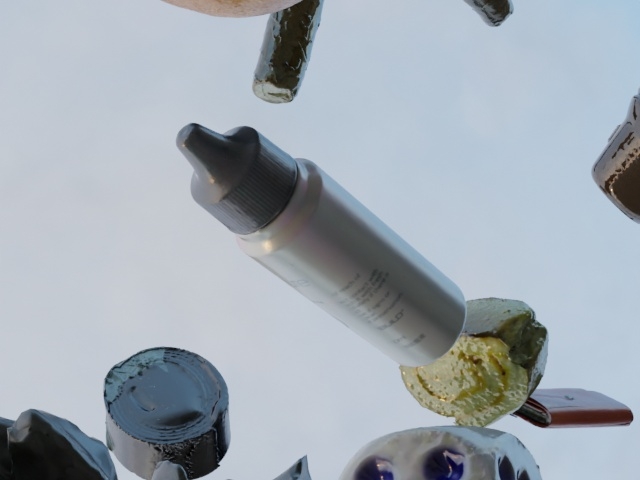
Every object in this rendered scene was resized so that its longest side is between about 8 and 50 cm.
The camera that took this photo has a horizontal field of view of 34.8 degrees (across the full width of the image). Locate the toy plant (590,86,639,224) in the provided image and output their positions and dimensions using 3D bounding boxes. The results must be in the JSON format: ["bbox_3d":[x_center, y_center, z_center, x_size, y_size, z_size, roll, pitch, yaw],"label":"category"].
[{"bbox_3d":[0.318,-0.103,0.849,0.143,0.105,0.200,30,-67,-36],"label":"toy plant"}]

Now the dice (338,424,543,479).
[{"bbox_3d":[0.179,0.409,1.460,0.259,0.251,0.243,43,-140,-48],"label":"dice"}]

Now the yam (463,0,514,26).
[{"bbox_3d":[0.166,-0.356,1.265,0.274,0.061,0.061,35,-108,-50],"label":"yam"}]

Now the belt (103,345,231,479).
[{"bbox_3d":[-0.189,0.207,1.239,0.151,0.198,0.078,-12,-58,-18],"label":"belt"}]

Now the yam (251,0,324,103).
[{"bbox_3d":[-0.031,-0.310,1.336,0.071,0.067,0.317,7,-120,10],"label":"yam"}]

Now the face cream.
[{"bbox_3d":[0.000,0.000,0.819,0.311,0.092,0.092,38,-108,-39],"label":"face cream"}]

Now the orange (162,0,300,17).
[{"bbox_3d":[-0.083,-0.316,0.876,0.261,0.261,0.261,1,-92,-26],"label":"orange"}]

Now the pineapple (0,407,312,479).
[{"bbox_3d":[-0.109,0.121,0.298,0.310,0.170,0.141,11,-69,-34],"label":"pineapple"}]

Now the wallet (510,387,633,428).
[{"bbox_3d":[0.412,0.281,1.737,0.204,0.142,0.045,5,-82,-34],"label":"wallet"}]

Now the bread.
[{"bbox_3d":[0.262,0.195,1.650,0.186,0.257,0.124,55,-137,-4],"label":"bread"}]
